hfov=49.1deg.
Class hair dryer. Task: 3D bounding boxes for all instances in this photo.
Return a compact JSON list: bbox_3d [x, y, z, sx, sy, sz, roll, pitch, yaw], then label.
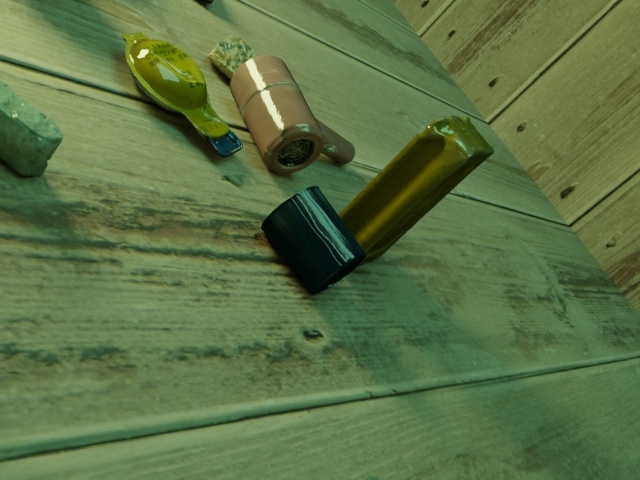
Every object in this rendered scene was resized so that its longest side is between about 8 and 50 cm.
[{"bbox_3d":[-0.017,-0.214,1.425,0.352,0.125,0.210,21,36,-52],"label":"hair dryer"}]

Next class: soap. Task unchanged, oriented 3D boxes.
[{"bbox_3d":[0.152,-0.083,1.247,0.091,0.315,0.199,51,25,10],"label":"soap"}]

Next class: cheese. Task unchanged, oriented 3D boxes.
[{"bbox_3d":[-0.236,-0.253,1.201,0.270,0.069,0.177,48,27,-2],"label":"cheese"}]

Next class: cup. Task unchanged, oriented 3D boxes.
[{"bbox_3d":[0.003,-0.005,1.131,0.150,0.113,0.138,-28,76,-38],"label":"cup"}]

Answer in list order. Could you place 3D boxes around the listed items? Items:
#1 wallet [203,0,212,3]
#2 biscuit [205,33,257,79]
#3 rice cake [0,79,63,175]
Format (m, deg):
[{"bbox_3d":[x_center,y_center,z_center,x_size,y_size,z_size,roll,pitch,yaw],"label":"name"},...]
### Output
[{"bbox_3d":[-0.351,-0.652,1.625,0.245,0.052,0.168,24,30,-32],"label":"wallet"},{"bbox_3d":[-0.154,-0.374,1.521,0.265,0.040,0.188,7,46,-53],"label":"biscuit"},{"bbox_3d":[-0.404,-0.165,0.835,0.206,0.069,0.063,42,27,-10],"label":"rice cake"}]
